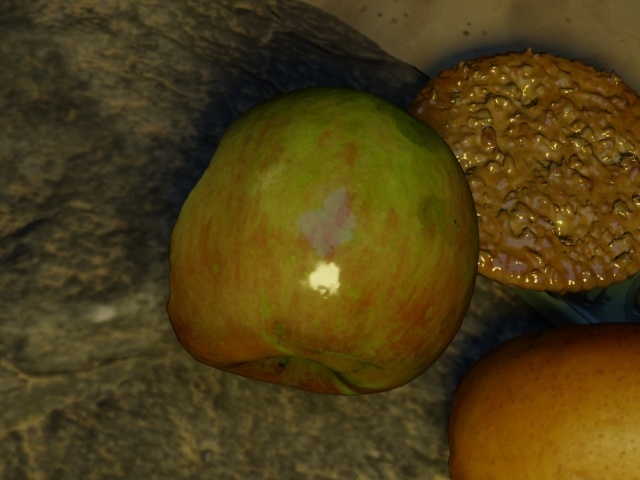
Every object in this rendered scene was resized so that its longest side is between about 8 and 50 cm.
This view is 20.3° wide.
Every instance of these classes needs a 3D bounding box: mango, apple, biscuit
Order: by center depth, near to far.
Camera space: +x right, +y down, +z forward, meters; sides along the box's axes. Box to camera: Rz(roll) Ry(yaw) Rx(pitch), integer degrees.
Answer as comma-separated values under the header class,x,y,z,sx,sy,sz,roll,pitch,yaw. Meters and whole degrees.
class,x,y,z,sx,sy,sz,roll,pitch,yaw
mango,0.259,0.169,1.332,0.350,0.199,0.201,5,36,26
apple,0.000,0.000,1.388,0.246,0.246,0.226,11,74,-3
biscuit,0.187,-0.063,1.518,0.254,0.035,0.254,3,58,-4

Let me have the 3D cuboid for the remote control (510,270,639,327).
class,x,y,z,sx,sy,sz,roll,pitch,yaw
remote control,0.259,0.037,1.519,0.296,0.056,0.140,42,62,15
